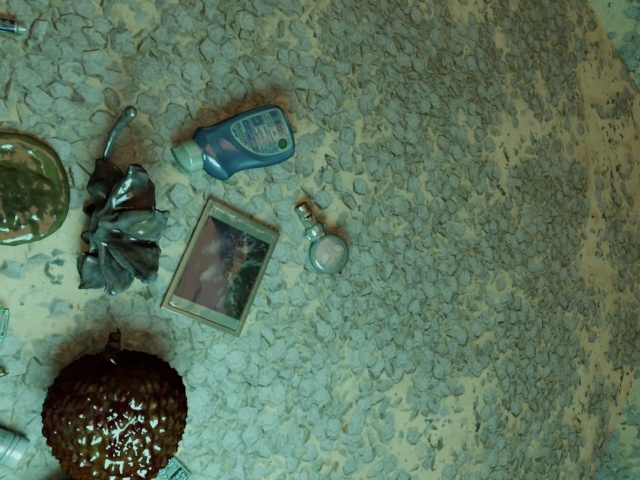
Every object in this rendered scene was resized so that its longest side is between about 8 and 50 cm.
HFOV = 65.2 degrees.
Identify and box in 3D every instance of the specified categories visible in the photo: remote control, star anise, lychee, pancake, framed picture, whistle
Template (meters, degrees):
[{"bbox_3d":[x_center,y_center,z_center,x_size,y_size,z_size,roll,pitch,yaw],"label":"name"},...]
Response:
[{"bbox_3d":[-0.341,0.496,1.103,0.053,0.018,0.124,-42,107,-25],"label":"remote control"},{"bbox_3d":[-0.383,-0.043,1.003,0.359,0.316,0.139,-55,153,19],"label":"star anise"},{"bbox_3d":[-0.386,0.320,0.950,0.264,0.264,0.300,-6,88,-30],"label":"lychee"},{"bbox_3d":[-0.607,-0.105,0.968,0.241,0.050,0.242,4,83,-35],"label":"pancake"},{"bbox_3d":[-0.231,0.067,1.194,0.209,0.019,0.281,26,75,-26],"label":"framed picture"},{"bbox_3d":[0.000,0.000,1.313,0.107,0.057,0.220,-34,99,-13],"label":"whistle"}]

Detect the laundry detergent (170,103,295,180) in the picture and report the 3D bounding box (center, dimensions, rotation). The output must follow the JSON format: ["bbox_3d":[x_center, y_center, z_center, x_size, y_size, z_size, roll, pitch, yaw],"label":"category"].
[{"bbox_3d":[-0.207,-0.225,1.191,0.289,0.094,0.143,-23,104,-26],"label":"laundry detergent"}]

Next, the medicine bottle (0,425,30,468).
[{"bbox_3d":[-0.603,0.381,0.936,0.091,0.058,0.058,38,69,-23],"label":"medicine bottle"}]

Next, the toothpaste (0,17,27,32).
[{"bbox_3d":[-0.655,-0.430,0.980,0.139,0.021,0.037,2,79,-28],"label":"toothpaste"}]

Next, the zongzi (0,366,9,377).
[{"bbox_3d":[-0.658,0.178,0.884,0.197,0.099,0.195,3,112,-37],"label":"zongzi"}]

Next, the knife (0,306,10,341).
[{"bbox_3d":[-0.676,0.151,0.929,0.166,0.022,0.078,11,95,-28],"label":"knife"}]

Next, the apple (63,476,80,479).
[{"bbox_3d":[-0.439,0.531,0.942,0.201,0.201,0.162,39,83,-22],"label":"apple"}]
